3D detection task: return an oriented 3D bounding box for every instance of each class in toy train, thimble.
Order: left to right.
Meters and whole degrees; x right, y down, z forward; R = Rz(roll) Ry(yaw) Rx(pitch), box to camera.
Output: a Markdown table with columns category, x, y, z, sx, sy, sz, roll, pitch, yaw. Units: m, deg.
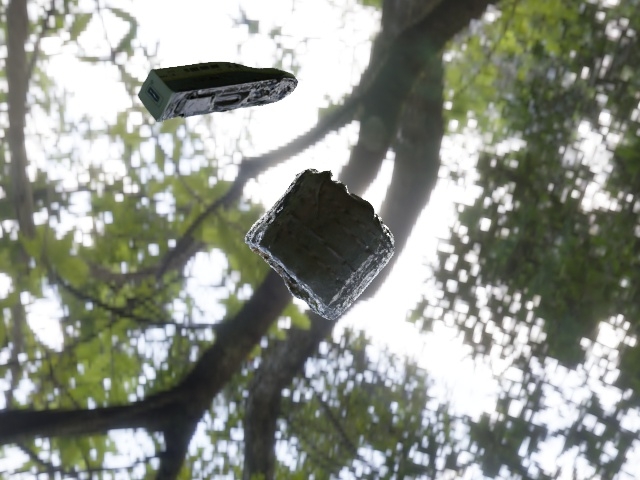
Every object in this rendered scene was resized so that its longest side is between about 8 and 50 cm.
| category | x | y | z | sx | sy | sz | roll | pitch | yaw |
| --- | --- | --- | --- | --- | --- | --- | --- | --- | --- |
| toy train | -0.118 | -0.189 | 1.678 | 0.234 | 0.052 | 0.051 | -17 | -120 | -48 |
| thimble | 0.002 | 0.002 | 1.466 | 0.118 | 0.127 | 0.151 | -47 | -151 | -7 |
